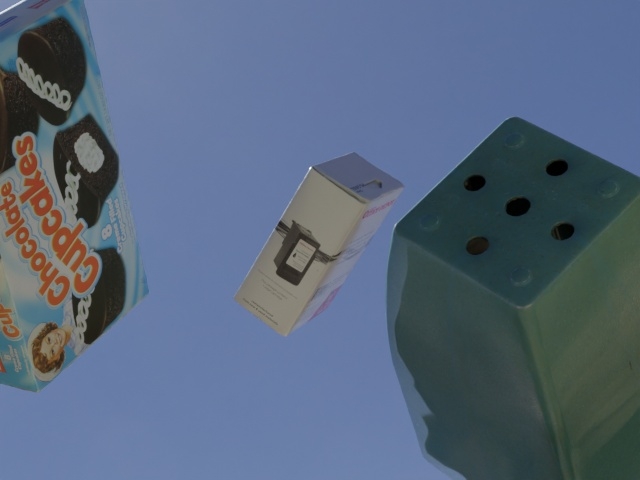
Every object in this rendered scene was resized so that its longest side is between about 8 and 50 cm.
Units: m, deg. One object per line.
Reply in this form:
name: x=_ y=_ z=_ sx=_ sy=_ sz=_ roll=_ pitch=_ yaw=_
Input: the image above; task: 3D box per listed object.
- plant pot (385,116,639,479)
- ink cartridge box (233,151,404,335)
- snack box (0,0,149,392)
plant pot: x=0.141 y=0.052 z=0.869 sx=0.165 sy=0.166 sz=0.234 roll=-43 pitch=-42 yaw=-16
ink cartridge box: x=0.000 y=0.000 z=1.310 sx=0.150 sy=0.063 sz=0.109 roll=-59 pitch=-13 yaw=20
snack box: x=-0.259 y=-0.045 z=1.327 sx=0.060 sy=0.187 sz=0.321 roll=8 pitch=-57 yaw=29
